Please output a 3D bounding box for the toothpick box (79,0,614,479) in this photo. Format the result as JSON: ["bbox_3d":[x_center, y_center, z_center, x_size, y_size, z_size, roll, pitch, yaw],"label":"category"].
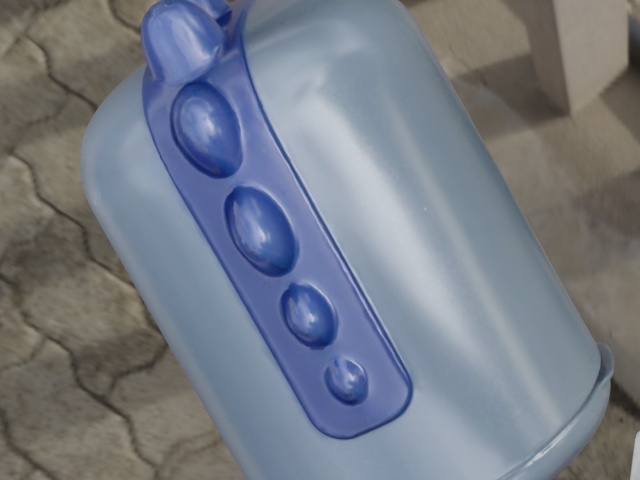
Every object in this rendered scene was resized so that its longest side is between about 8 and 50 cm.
[{"bbox_3d":[0.000,0.000,0.972,0.263,0.263,0.354,-28,103,5],"label":"toothpick box"}]

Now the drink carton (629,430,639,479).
[{"bbox_3d":[0.294,0.148,0.579,0.324,0.194,0.132,4,94,-22],"label":"drink carton"}]
